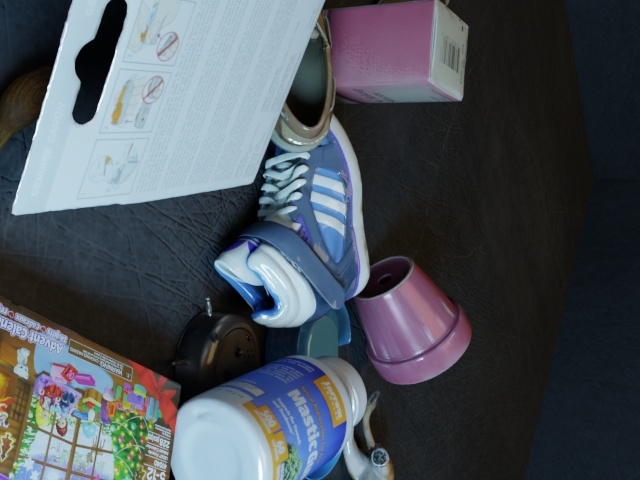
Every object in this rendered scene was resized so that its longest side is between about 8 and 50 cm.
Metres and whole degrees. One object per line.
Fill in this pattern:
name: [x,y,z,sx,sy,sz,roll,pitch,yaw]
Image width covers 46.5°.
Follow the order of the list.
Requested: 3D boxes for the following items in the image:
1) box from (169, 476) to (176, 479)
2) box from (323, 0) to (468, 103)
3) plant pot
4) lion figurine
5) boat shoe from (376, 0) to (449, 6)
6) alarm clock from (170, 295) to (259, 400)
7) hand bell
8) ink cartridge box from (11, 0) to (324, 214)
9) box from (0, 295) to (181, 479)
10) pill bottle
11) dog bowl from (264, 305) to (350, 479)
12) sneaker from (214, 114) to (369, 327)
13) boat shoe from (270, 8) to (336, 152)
box: [-0.161,0.403,0.952,0.261,0.103,0.184,-15,102,-58]
box: [0.098,-0.292,1.181,0.148,0.232,0.127,4,90,-59]
plant pot: [0.154,0.135,1.389,0.180,0.201,0.201,58,43,-22]
lion figurine: [0.085,0.496,1.352,0.240,0.142,0.392,63,37,-52]
boat shoe: [0.183,-0.458,1.445,0.335,0.112,0.095,-53,154,-35]
alarm clock: [-0.128,0.174,1.026,0.129,0.064,0.192,-66,147,-30]
hand bell: [-0.302,-0.087,0.678,0.242,0.126,0.126,-72,149,-43]
ink cartridge box: [-0.151,-0.194,0.778,0.385,0.091,0.308,-17,136,-60]
box: [-0.260,0.196,0.737,0.293,0.057,0.201,42,42,-49]
pill bottle: [-0.052,0.235,0.961,0.272,0.152,0.152,-13,105,-56]
dog bowl: [-0.023,0.229,1.196,0.166,0.074,0.297,-10,103,-59]
sneaker: [-0.056,-0.037,1.057,0.236,0.130,0.323,-18,97,-45]
boat shoe: [-0.037,-0.284,0.998,0.116,0.123,0.324,176,-100,-77]
